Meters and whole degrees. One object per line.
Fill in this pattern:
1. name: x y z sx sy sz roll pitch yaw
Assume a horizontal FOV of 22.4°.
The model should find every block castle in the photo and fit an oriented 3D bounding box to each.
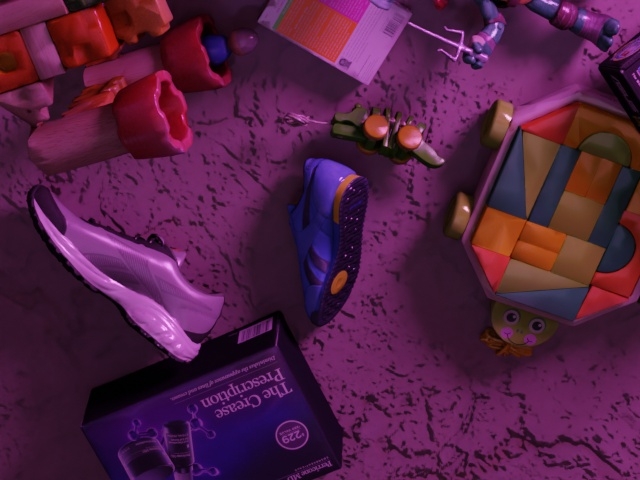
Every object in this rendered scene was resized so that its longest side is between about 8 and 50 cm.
1. block castle: -0.234 -0.317 1.630 0.213 0.303 0.453 -15 110 14

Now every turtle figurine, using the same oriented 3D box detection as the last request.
1. turtle figurine: 0.211 -0.277 1.730 0.234 0.118 0.175 5 128 -17

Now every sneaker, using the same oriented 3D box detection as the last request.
1. sneaker: 0.000 0.000 1.883 0.082 0.069 0.209 25 125 27
2. sneaker: -0.229 0.024 1.885 0.271 0.100 0.108 41 83 -10

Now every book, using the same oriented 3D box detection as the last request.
1. book: 0.016 -0.249 1.792 0.144 0.035 0.096 30 107 -10

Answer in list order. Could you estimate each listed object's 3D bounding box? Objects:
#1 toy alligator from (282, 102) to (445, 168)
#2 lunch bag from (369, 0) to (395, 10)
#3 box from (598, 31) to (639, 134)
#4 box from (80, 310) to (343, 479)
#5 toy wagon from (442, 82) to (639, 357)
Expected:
1. toy alligator: 0.054 -0.131 1.830 0.190 0.056 0.051 17 69 -4
2. lunch bag: 0.042 -0.396 1.666 0.262 0.160 0.223 40 107 -7
3. box: 0.461 -0.147 1.767 0.216 0.060 0.270 -38 107 -6
4. box: -0.127 0.227 1.951 0.261 0.103 0.184 -24 112 11
5. toy wagon: 0.279 -0.003 1.862 0.267 0.068 0.344 19 111 -6
